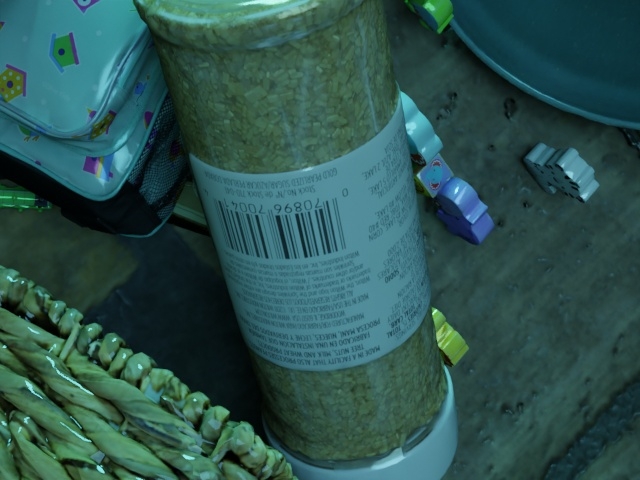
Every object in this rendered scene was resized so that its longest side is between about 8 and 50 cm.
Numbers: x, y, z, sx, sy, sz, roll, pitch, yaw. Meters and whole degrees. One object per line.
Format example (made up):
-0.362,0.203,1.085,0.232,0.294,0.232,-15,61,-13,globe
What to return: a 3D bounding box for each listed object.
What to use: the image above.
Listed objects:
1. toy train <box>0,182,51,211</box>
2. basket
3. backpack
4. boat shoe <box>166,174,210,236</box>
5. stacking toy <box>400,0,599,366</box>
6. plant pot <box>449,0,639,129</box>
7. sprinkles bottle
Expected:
-0.203,-0.027,0.730,0.083,0.024,0.017,2,91,-19,toy train
-0.133,0.175,0.612,0.213,0.299,0.223,29,76,22,basket
-0.127,-0.121,0.681,0.166,0.144,0.188,27,73,17,backpack
-0.069,-0.027,0.766,0.135,0.050,0.045,21,82,-29,boat shoe
0.073,-0.046,0.786,0.167,0.052,0.221,-48,120,-12,stacking toy
0.225,-0.241,0.757,0.293,0.293,0.196,36,55,-17,plant pot
0.000,0.000,0.667,0.121,0.121,0.355,-26,131,-16,sprinkles bottle
